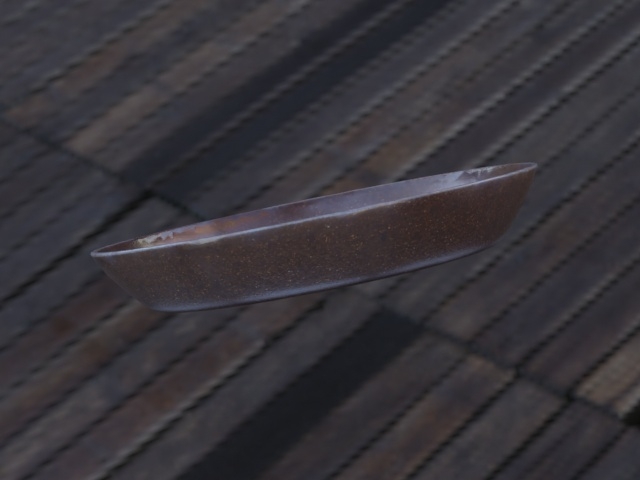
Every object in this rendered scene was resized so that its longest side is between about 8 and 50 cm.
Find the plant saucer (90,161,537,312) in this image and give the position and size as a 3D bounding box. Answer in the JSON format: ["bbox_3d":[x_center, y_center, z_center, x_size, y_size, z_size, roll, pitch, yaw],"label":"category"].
[{"bbox_3d":[0.000,0.000,0.659,0.168,0.029,0.168,-12,4,1],"label":"plant saucer"}]
